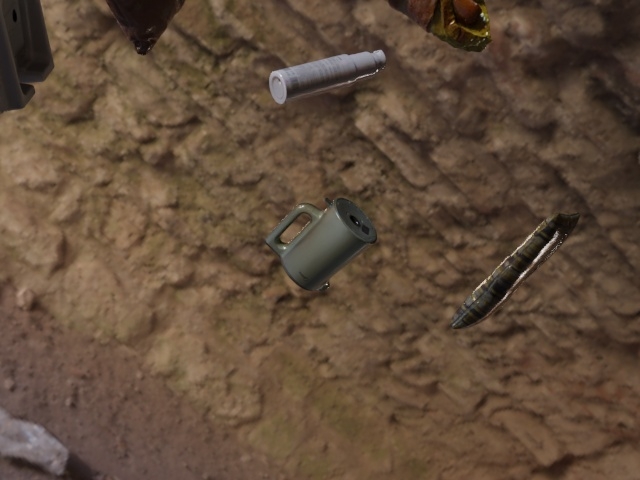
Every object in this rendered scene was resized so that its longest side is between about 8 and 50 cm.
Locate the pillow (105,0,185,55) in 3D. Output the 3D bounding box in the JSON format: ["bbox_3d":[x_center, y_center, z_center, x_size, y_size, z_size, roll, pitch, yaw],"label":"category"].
[{"bbox_3d":[-0.247,-0.414,1.216,0.084,0.236,0.223,10,-38,26],"label":"pillow"}]

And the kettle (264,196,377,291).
[{"bbox_3d":[0.002,0.005,1.448,0.126,0.148,0.098,26,34,-39],"label":"kettle"}]

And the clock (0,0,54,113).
[{"bbox_3d":[-0.507,-0.338,1.340,0.116,0.231,0.262,2,32,-2],"label":"clock"}]

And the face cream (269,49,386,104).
[{"bbox_3d":[0.011,-0.169,0.869,0.034,0.130,0.034,39,-40,43],"label":"face cream"}]

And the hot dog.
[{"bbox_3d":[0.175,-0.404,1.371,0.261,0.123,0.093,34,-20,9],"label":"hot dog"}]

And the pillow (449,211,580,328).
[{"bbox_3d":[0.256,0.039,1.119,0.038,0.203,0.113,47,24,19],"label":"pillow"}]
